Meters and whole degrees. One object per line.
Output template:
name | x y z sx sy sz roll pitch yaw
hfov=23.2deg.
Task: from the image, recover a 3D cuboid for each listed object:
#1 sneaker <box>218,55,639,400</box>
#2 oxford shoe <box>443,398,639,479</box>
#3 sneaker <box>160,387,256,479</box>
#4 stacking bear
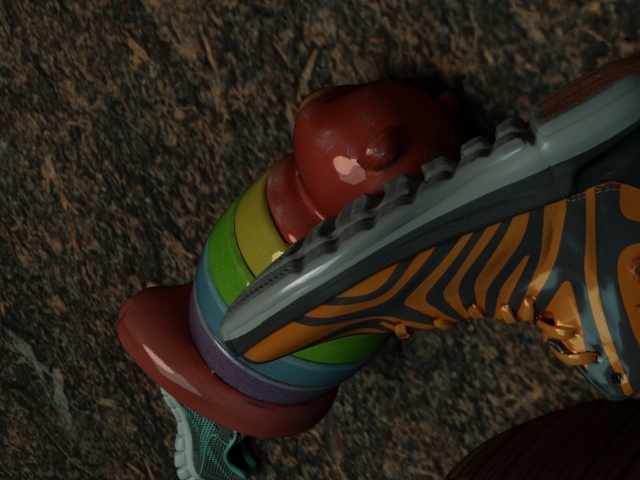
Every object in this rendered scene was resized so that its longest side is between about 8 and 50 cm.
sneaker | 0.105 0.038 0.954 0.321 0.124 0.180 -28 101 16
oxford shoe | 0.225 0.185 1.021 0.348 0.123 0.130 -5 116 50
sneaker | -0.094 0.152 1.405 0.076 0.065 0.166 9 126 25
stacking bear | 0.000 0.000 1.118 0.164 0.175 0.289 48 134 16
